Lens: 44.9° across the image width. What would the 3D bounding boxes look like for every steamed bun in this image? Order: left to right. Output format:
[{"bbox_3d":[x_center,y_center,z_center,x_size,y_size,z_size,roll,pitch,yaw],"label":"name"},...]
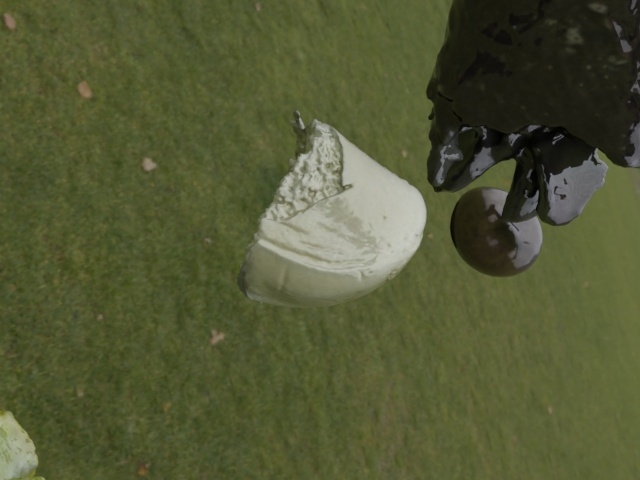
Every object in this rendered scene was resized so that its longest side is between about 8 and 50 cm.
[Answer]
[{"bbox_3d":[0.000,0.000,1.211,0.273,0.272,0.290,32,-9,8],"label":"steamed bun"}]

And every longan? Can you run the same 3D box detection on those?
[{"bbox_3d":[0.193,-0.010,0.850,0.113,0.092,0.113,49,-7,8],"label":"longan"}]

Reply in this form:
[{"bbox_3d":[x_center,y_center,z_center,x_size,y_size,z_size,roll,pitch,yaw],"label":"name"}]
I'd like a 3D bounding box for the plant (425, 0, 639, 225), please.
[{"bbox_3d":[0.193,-0.142,0.599,0.199,0.188,0.276,-55,161,-31],"label":"plant"}]

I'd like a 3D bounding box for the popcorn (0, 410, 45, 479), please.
[{"bbox_3d":[-0.269,0.173,0.535,0.141,0.135,0.162,-33,139,-32],"label":"popcorn"}]
